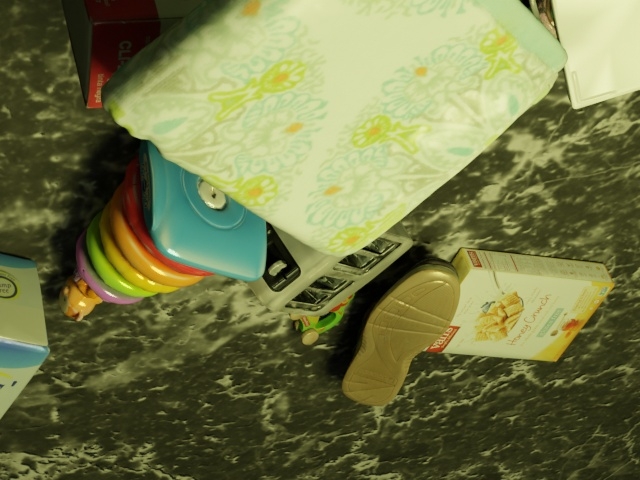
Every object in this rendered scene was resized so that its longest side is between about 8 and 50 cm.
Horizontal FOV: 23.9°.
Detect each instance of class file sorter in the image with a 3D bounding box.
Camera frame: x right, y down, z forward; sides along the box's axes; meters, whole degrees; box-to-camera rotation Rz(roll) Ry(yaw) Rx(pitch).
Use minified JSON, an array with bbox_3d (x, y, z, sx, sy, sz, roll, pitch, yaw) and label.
[{"bbox_3d":[0.347,-0.292,1.508,0.278,0.173,0.192,-17,127,2],"label":"file sorter"}]

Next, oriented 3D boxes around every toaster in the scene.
[{"bbox_3d":[0.000,0.000,1.798,0.168,0.110,0.186,-38,159,17],"label":"toaster"}]

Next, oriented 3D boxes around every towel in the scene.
[{"bbox_3d":[0.032,-0.145,1.373,0.320,0.090,0.374,-40,144,12],"label":"towel"}]

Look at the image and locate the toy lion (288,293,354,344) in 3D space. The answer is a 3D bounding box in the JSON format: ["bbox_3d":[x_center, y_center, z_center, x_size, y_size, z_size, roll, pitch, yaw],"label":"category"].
[{"bbox_3d":[0.004,0.083,1.994,0.096,0.034,0.100,-26,141,-3],"label":"toy lion"}]

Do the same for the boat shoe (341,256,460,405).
[{"bbox_3d":[0.103,0.108,2.014,0.103,0.092,0.285,16,135,-9],"label":"boat shoe"}]

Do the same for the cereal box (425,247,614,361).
[{"bbox_3d":[0.262,0.092,2.090,0.240,0.047,0.173,5,135,-26],"label":"cereal box"}]

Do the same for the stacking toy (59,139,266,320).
[{"bbox_3d":[-0.216,0.011,1.753,0.166,0.175,0.302,18,142,-39],"label":"stacking toy"}]

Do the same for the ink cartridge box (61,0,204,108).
[{"bbox_3d":[-0.102,-0.237,1.445,0.273,0.197,0.114,-5,140,-16],"label":"ink cartridge box"}]

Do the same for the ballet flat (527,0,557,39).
[{"bbox_3d":[0.318,-0.222,1.734,0.222,0.076,0.079,21,161,-27],"label":"ballet flat"}]

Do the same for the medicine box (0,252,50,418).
[{"bbox_3d":[-0.501,0.135,1.760,0.264,0.149,0.289,15,131,-34],"label":"medicine box"}]
